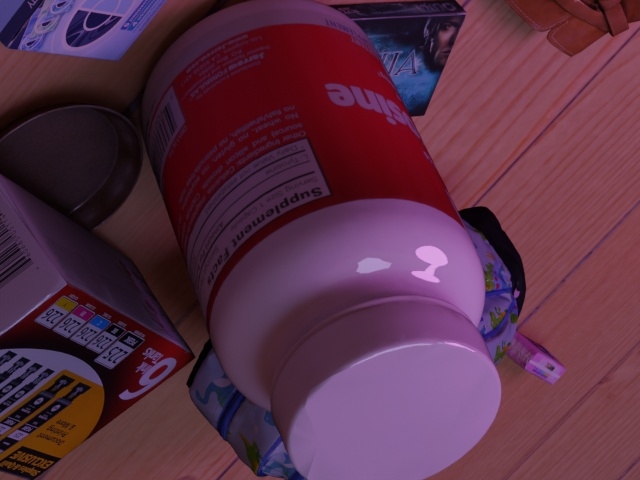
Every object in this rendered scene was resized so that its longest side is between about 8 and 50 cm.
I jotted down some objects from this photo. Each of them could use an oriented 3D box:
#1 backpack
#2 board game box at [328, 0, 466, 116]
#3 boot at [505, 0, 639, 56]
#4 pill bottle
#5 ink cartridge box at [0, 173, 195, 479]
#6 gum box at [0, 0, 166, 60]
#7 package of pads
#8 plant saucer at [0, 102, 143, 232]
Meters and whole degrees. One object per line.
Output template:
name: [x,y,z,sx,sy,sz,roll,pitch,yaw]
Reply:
backpack: [0.033,0.114,1.785,0.290,0.273,0.356,-45,151,23]
board game box: [0.040,-0.167,1.717,0.186,0.026,0.126,-8,136,-34]
boot: [0.252,-0.303,1.697,0.220,0.109,0.283,-29,136,25]
pill bottle: [0.000,0.000,1.516,0.229,0.407,0.229,-12,136,-12]
ink cartridge box: [-0.296,0.106,1.596,0.272,0.130,0.309,-37,158,5]
gum box: [-0.165,-0.215,1.424,0.157,0.041,0.184,-49,167,16]
package of pads: [0.259,0.143,2.223,0.032,0.050,0.083,-50,142,9]
plant saucer: [-0.238,-0.060,1.604,0.168,0.029,0.168,-22,141,-19]
